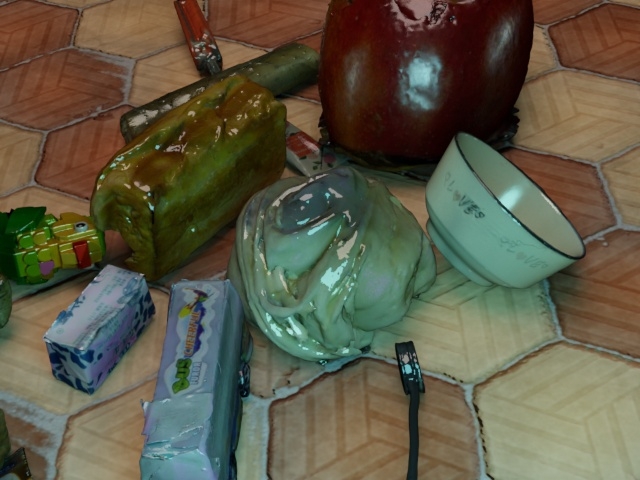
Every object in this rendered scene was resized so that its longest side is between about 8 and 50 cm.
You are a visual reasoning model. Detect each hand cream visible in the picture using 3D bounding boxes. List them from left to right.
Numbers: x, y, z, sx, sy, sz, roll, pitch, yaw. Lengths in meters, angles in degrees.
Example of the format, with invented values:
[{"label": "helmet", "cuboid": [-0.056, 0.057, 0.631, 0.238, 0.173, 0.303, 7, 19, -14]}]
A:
[{"label": "hand cream", "cuboid": [-0.351, 0.301, 1.299, 0.062, 0.039, 0.163, -33, 43, -8]}, {"label": "hand cream", "cuboid": [-0.058, -0.162, 1.823, 0.080, 0.050, 0.234, -30, 52, -33]}]

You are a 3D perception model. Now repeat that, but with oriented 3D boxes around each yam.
[{"label": "yam", "cuboid": [-0.163, -0.248, 1.909, 0.372, 0.083, 0.083, -27, 45, -24]}]

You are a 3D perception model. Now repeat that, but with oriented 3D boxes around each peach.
[{"label": "peach", "cuboid": [0.154, -0.295, 1.788, 0.339, 0.353, 0.416, 6, 76, 25]}]

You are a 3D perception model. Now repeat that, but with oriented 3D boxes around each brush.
[{"label": "brush", "cuboid": [-0.225, -0.369, 2.064, 0.051, 0.070, 0.323, -17, 42, -9]}]

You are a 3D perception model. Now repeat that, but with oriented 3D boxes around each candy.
[{"label": "candy", "cuboid": [-0.286, 0.112, 1.476, 0.073, 0.092, 0.160, 16, 45, 21]}]

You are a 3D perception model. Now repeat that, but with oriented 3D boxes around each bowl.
[{"label": "bowl", "cuboid": [0.228, -0.024, 1.520, 0.126, 0.238, 0.237, -45, 36, 20]}]

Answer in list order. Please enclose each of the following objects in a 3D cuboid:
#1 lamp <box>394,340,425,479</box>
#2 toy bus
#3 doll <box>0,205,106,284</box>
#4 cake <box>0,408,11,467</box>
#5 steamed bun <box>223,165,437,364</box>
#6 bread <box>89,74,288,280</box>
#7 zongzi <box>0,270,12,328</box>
[{"label": "lamp", "cuboid": [0.075, 0.244, 1.268, 0.109, 0.130, 0.371, -11, 41, 6]}, {"label": "toy bus", "cuboid": [-0.147, 0.186, 1.337, 0.113, 0.138, 0.317, -4, 38, 3]}, {"label": "doll", "cuboid": [-0.397, 0.002, 1.607, 0.186, 0.106, 0.134, 0, 29, 6]}, {"label": "cake", "cuboid": [-0.547, 0.189, 1.280, 0.290, 0.255, 0.282, 22, 47, 37]}, {"label": "steamed bun", "cuboid": [0.000, 0.000, 1.493, 0.268, 0.207, 0.280, -27, 43, -24]}, {"label": "bread", "cuboid": [-0.192, -0.104, 1.651, 0.149, 0.195, 0.344, 27, 46, 24]}, {"label": "zongzi", "cuboid": [-0.594, 0.068, 1.475, 0.274, 0.145, 0.300, 26, 30, 33]}]
